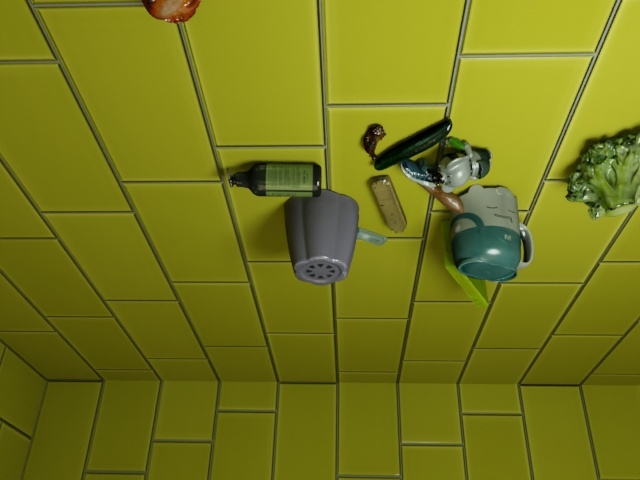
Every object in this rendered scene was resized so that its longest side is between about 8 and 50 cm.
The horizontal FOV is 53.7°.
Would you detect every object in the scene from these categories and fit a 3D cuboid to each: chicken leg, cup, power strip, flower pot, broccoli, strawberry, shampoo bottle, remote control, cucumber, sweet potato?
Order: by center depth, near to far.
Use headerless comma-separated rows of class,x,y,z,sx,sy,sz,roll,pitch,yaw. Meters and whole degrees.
strawberry,-0.304,-0.552,1.363,0.188,0.082,0.121,-33,154,30
broccoli,0.841,-0.158,1.764,0.247,0.246,0.288,11,148,-3
cucumber,0.262,-0.265,1.803,0.284,0.056,0.056,-27,138,38
chicken leg,0.152,-0.280,1.808,0.062,0.037,0.145,-5,148,-17
shampoo bottle,-0.138,-0.183,1.906,0.283,0.101,0.101,1,148,2
sweet potato,0.356,-0.154,1.952,0.214,0.050,0.050,33,141,-5
cup,0.552,-0.008,2.016,0.289,0.258,0.219,15,151,-20
power strip,0.226,-0.116,2.052,0.064,0.044,0.305,-10,145,16
flower pot,0.000,0.000,2.063,0.264,0.243,0.265,2,145,1
remote control,0.175,-0.012,2.238,0.124,0.018,0.053,18,145,-24

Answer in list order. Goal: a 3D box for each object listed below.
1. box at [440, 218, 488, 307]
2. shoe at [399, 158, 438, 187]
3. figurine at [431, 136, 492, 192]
box,0.509,0.086,2.220,0.047,0.187,0.335,-18,142,26
shoe,0.298,-0.211,1.881,0.142,0.064,0.071,22,127,-18
figurine,0.401,-0.209,1.809,0.192,0.126,0.147,-24,141,-19
